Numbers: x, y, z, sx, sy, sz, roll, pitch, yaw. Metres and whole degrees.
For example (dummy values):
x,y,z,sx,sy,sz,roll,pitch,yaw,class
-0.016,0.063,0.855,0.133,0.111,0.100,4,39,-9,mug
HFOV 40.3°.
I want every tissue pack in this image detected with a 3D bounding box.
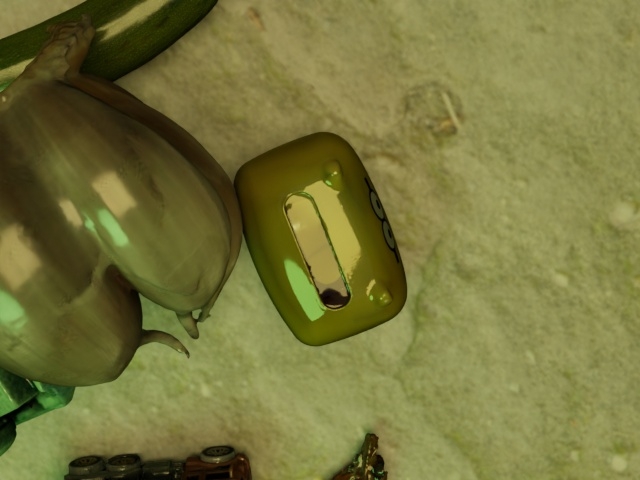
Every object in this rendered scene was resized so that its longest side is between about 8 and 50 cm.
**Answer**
x,y,z,sx,sy,sz,roll,pitch,yaw,class
0.000,0.000,0.757,0.123,0.127,0.178,-22,97,1,tissue pack

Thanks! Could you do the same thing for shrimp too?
x,y,z,sx,sy,sz,roll,pitch,yaw,class
0.015,0.268,0.829,0.091,0.043,0.184,29,94,-3,shrimp

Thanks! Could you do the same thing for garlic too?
x,y,z,sx,sy,sz,roll,pitch,yaw,class
-0.174,-0.015,0.667,0.210,0.237,0.292,-32,101,-1,garlic

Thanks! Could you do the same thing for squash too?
x,y,z,sx,sy,sz,roll,pitch,yaw,class
-0.201,-0.171,0.748,0.318,0.071,0.080,-23,114,1,squash

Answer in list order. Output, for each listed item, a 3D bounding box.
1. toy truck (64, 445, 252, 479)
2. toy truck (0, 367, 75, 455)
x,y,z,sx,sy,sz,roll,pitch,yaw,class
-0.157,0.245,0.789,0.192,0.092,0.083,-4,96,-4,toy truck
-0.331,0.119,0.718,0.279,0.156,0.155,-27,98,26,toy truck
